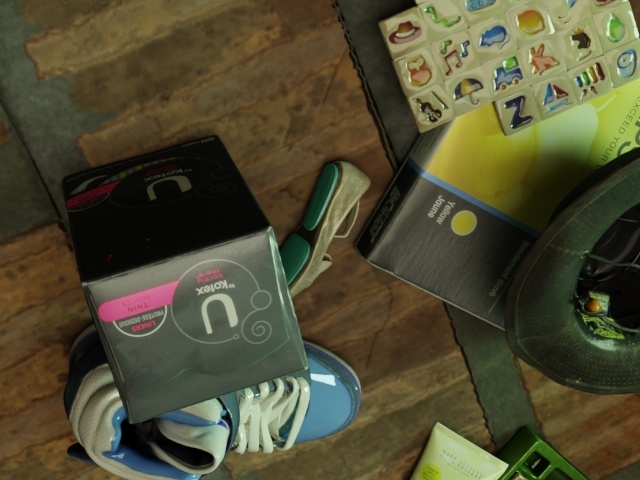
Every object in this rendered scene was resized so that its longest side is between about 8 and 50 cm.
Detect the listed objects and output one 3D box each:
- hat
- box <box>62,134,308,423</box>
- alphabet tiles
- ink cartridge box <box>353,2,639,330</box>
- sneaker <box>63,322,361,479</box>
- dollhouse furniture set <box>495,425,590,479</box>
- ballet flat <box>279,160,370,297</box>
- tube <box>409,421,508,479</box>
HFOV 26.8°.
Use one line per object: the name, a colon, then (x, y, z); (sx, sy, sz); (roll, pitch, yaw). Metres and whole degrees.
hat: (0.319, -0.004, 1.333); (0.331, 0.134, 0.331); (-7, 131, -9)
box: (-0.130, 0.024, 1.216); (0.165, 0.270, 0.143); (-17, 114, -8)
alphabet tiles: (0.183, -0.202, 1.289); (0.237, 0.009, 0.198); (-24, 112, -2)
ink cartridge box: (0.239, -0.050, 1.399); (0.307, 0.072, 0.303); (26, 101, -20)
sneaker: (-0.089, 0.180, 1.306); (0.323, 0.236, 0.130); (13, 107, -19)
dollhouse furniture set: (0.213, 0.396, 1.491); (0.151, 0.197, 0.301); (38, 97, -25)
ballet flat: (0.000, 0.000, 1.362); (0.052, 0.057, 0.168); (21, 104, -31)
tube: (0.109, 0.326, 1.514); (0.070, 0.062, 0.240); (24, 101, -36)
